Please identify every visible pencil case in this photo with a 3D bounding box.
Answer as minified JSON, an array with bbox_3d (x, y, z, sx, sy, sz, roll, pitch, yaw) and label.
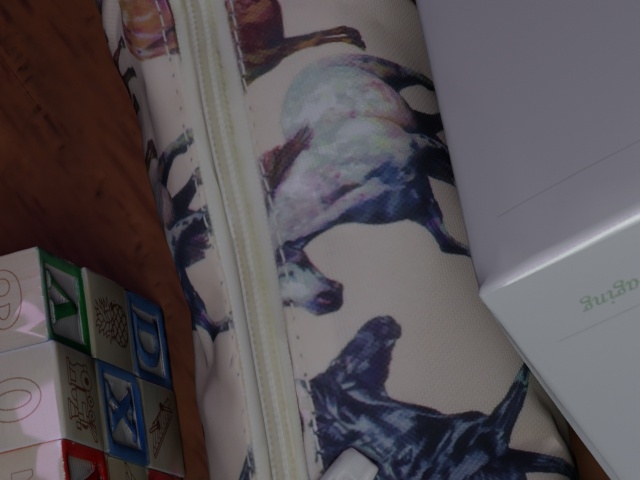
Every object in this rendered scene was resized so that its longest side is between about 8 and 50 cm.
[{"bbox_3d":[0.000,0.000,0.831,0.160,0.183,0.410,-19,70,15],"label":"pencil case"}]

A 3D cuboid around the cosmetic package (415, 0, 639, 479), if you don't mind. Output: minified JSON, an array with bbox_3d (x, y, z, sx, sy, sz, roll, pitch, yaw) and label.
[{"bbox_3d":[0.146,-0.093,0.727,0.197,0.155,0.365,-27,37,15],"label":"cosmetic package"}]

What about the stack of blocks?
[{"bbox_3d":[-0.120,0.160,0.839,0.087,0.171,0.297,-14,71,16],"label":"stack of blocks"}]
